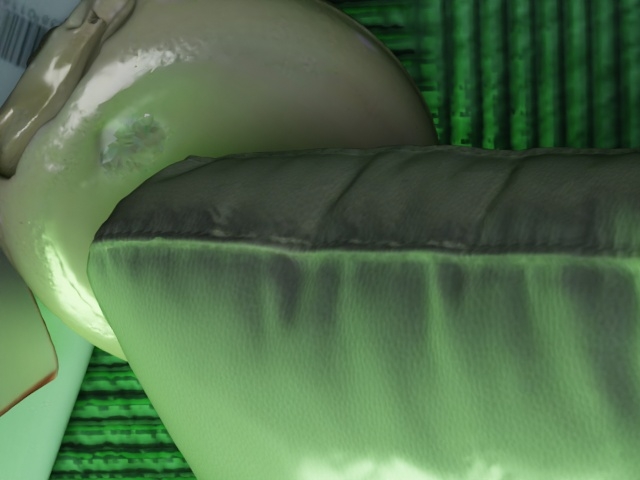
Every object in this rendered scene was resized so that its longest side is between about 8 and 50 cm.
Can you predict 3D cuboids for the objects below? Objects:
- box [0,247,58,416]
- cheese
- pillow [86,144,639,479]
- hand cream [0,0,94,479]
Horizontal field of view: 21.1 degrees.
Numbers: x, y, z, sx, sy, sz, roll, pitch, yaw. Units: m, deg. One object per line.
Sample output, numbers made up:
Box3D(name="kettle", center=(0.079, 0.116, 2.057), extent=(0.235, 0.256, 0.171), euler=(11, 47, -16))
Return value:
Box3D(name="box", center=(-0.314, -0.001, 0.483), extent=(0.314, 0.312, 0.300), euler=(-19, 98, 19))
Box3D(name="cheese", center=(0.000, 0.000, 0.579), extent=(0.227, 0.064, 0.137), euler=(30, 109, -28))
Box3D(name="pillow", center=(0.092, 0.106, 0.511), extent=(0.255, 0.120, 0.322), euler=(3, 133, 40))
Box3D(name="hand cream", center=(-0.123, 0.008, 0.620), extent=(0.109, 0.067, 0.321), euler=(23, 108, -2))
